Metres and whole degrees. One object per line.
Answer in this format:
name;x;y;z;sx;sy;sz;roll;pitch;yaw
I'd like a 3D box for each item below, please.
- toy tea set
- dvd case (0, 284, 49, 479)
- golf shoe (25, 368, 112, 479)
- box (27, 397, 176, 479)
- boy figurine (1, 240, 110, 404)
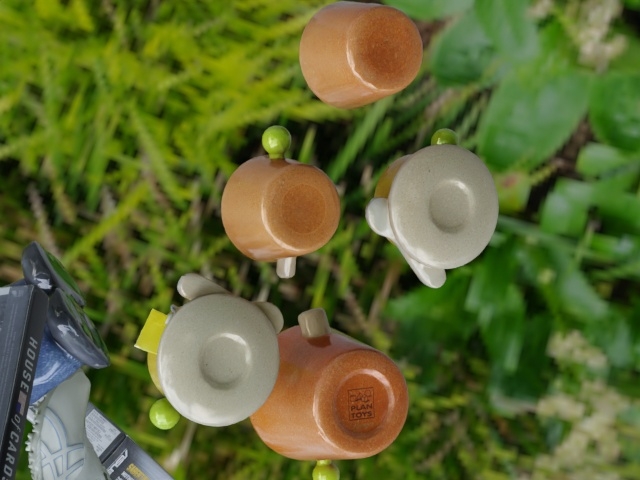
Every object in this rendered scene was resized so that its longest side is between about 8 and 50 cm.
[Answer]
toy tea set;0.000;0.000;1.294;0.200;0.336;0.124;32;167;-24
dvd case;-0.306;0.121;1.265;0.239;0.179;0.029;-6;148;22
golf shoe;-0.190;0.181;1.457;0.086;0.176;0.069;7;151;7
box;-0.244;0.199;1.941;0.231;0.056;0.183;35;170;37
boy figurine;-0.304;0.111;1.402;0.285;0.177;0.092;-29;148;4
